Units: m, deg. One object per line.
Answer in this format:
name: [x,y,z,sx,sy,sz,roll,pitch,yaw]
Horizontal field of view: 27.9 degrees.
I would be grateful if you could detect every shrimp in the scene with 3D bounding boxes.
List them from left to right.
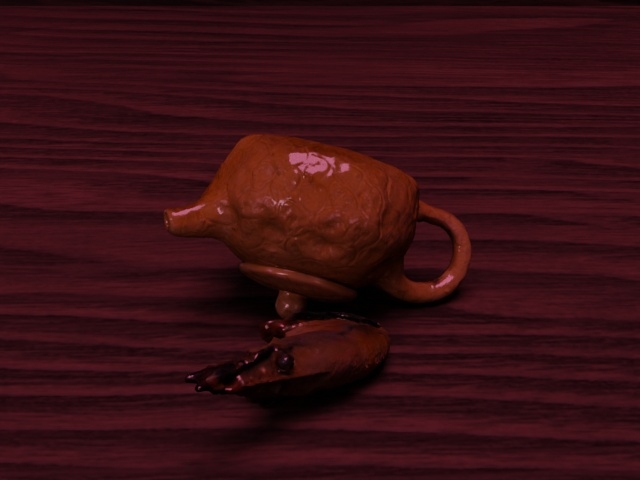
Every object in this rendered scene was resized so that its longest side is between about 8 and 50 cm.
shrimp: [-0.040,0.110,1.127,0.117,0.066,0.262,5,8,41]

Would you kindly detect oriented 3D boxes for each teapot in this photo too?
teapot: [0.000,0.000,1.260,0.311,0.167,0.203,16,-5,-17]
